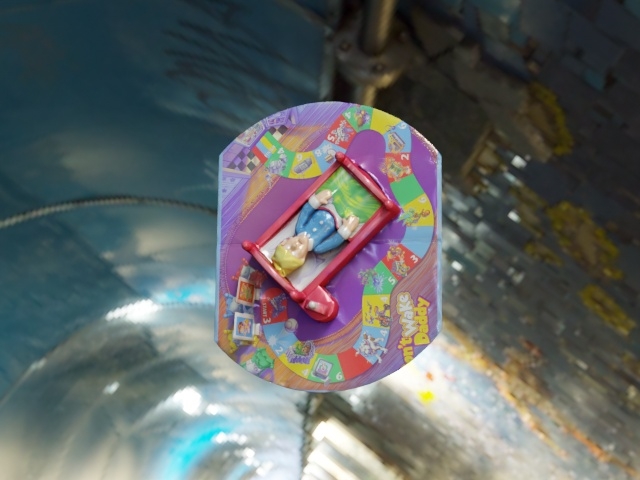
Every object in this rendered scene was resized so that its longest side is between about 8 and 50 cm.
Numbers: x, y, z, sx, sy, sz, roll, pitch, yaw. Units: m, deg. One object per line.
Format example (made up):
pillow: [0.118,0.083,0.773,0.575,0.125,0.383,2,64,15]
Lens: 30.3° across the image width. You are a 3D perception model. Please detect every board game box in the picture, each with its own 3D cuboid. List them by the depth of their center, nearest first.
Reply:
board game box: [0.000,0.000,0.662,0.033,0.133,0.168,31,-121,-74]
